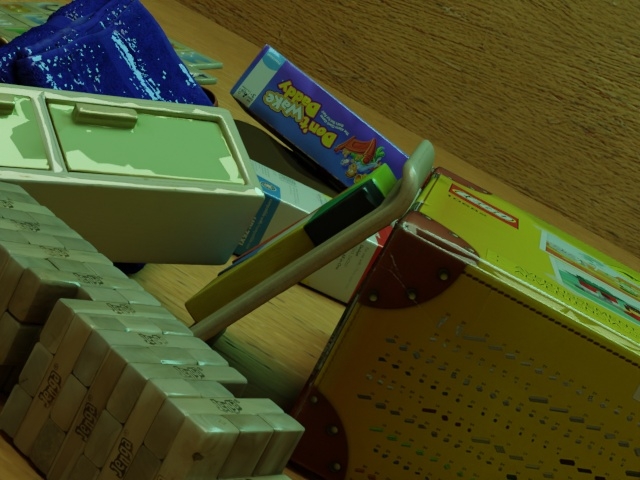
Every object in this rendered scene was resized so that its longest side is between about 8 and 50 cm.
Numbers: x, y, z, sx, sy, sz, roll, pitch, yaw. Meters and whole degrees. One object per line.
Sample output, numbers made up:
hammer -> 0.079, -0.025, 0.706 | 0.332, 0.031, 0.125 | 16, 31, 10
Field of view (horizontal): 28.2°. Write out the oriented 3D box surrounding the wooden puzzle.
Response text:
wooden puzzle -> -0.017, 0.007, 0.954 | 0.044, 0.238, 0.221 | 52, 12, -2

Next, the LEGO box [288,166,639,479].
LEGO box -> 0.250, 0.152, 1.017 | 0.500, 0.193, 0.372 | 28, 12, 4

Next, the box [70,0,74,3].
box -> -0.282, -0.242, 1.776 | 0.169, 0.087, 0.290 | 23, 13, -20

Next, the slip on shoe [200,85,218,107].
slip on shoe -> -0.230, -0.157, 1.503 | 0.123, 0.101, 0.331 | 35, 15, 24

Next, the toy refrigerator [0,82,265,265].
toy refrigerator -> -0.186, -0.051, 0.960 | 0.269, 0.094, 0.102 | 3, 48, -32

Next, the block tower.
block tower -> -0.152, 0.065, 0.762 | 0.335, 0.091, 0.097 | 36, 14, 33

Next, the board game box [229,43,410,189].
board game box -> 0.001, -0.144, 1.722 | 0.233, 0.078, 0.347 | 39, 1, -1

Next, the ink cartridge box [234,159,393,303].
ink cartridge box -> 0.000, 0.000, 1.393 | 0.231, 0.078, 0.134 | 25, 13, -10

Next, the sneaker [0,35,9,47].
sneaker -> -0.391, -0.194, 1.150 | 0.106, 0.123, 0.290 | 44, 11, 27

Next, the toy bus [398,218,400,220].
toy bus -> 0.188, 0.057, 1.430 | 0.108, 0.130, 0.332 | 21, 13, -34

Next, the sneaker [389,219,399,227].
sneaker -> 0.112, -0.020, 1.808 | 0.067, 0.042, 0.118 | 23, 4, -38

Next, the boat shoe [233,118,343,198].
boat shoe -> -0.047, -0.078, 1.642 | 0.219, 0.078, 0.070 | 38, 12, 6

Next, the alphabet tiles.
alphabet tiles -> -0.296, -0.241, 1.542 | 0.285, 0.011, 0.342 | -10, 30, -44

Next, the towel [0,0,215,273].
towel -> -0.185, -0.116, 1.177 | 0.228, 0.076, 0.308 | 53, 22, -11
